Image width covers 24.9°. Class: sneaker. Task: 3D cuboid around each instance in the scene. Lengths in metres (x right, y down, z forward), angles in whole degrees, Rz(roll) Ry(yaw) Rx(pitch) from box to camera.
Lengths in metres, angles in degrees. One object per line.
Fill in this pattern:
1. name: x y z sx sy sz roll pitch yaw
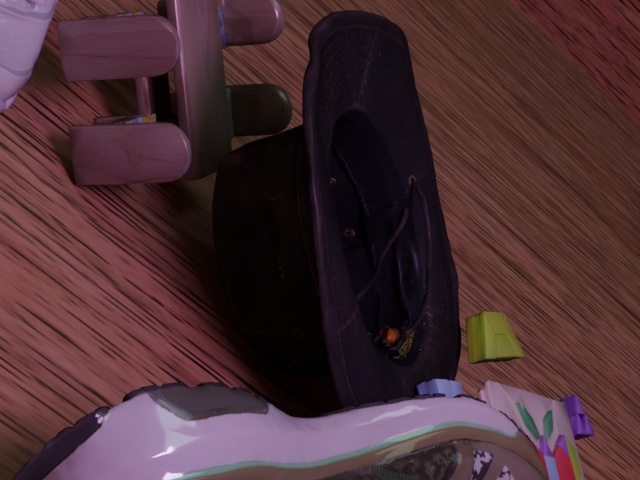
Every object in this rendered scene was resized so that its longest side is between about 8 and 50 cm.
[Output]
1. sneaker: 0.007 0.198 0.836 0.410 0.158 0.182 8 52 -46
2. sneaker: -0.226 -0.201 1.041 0.110 0.118 0.292 38 28 -29

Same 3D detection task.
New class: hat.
1. hat: 0.000 0.000 1.070 0.331 0.134 0.331 -5 90 -67

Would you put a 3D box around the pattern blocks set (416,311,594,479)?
1. pattern blocks set: 0.175 0.192 1.153 0.325 0.026 0.285 -7 77 -64

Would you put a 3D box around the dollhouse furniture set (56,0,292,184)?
1. dollhouse furniture set: -0.074 -0.170 1.075 0.212 0.161 0.242 -34 121 -67
